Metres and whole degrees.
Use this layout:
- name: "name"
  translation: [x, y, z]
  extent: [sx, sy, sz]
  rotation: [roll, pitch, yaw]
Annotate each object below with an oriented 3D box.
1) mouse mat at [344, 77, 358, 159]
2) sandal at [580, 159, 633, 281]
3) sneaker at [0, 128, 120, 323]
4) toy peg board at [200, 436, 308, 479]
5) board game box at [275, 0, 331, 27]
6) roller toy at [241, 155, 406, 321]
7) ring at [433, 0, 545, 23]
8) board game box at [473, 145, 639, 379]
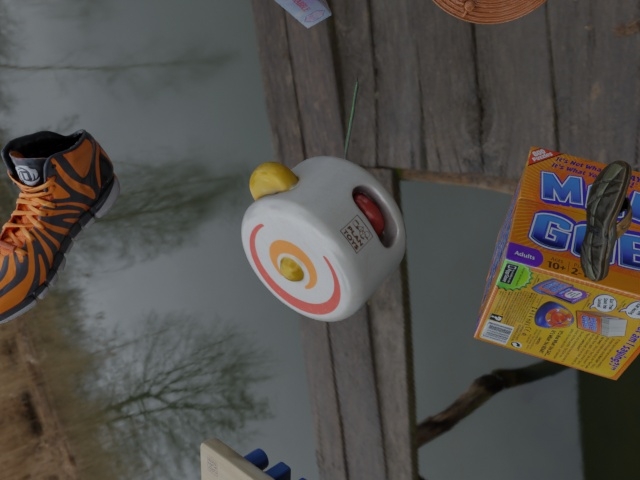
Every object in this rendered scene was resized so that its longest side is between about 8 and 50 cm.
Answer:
- name: "mouse mat"
  translation: [0.073, -0.290, 1.622]
  extent: [0.152, 0.007, 0.189]
  rotation: [-84, 4, -68]
- name: "sandal"
  translation: [0.503, -0.032, 1.157]
  extent: [0.090, 0.060, 0.219]
  rotation: [-112, 22, -71]
- name: "sneaker"
  translation: [-0.434, -0.042, 0.987]
  extent: [0.125, 0.321, 0.180]
  rotation: [17, 149, 15]
- name: "toy peg board"
  translation: [-0.028, 0.268, 0.615]
  extent: [0.161, 0.079, 0.160]
  rotation: [20, 117, 38]
- name: "board game box"
  translation: [-0.106, -0.600, 1.280]
  extent: [0.066, 0.318, 0.318]
  rotation: [-23, 86, 16]
- name: "roller toy"
  translation: [0.000, 0.000, 0.867]
  extent: [0.191, 0.146, 0.209]
  rotation: [27, 140, 24]
- name: "ring"
  translation: [0.342, -0.600, 1.316]
  extent: [0.032, 0.337, 0.336]
  rotation: [-92, -3, -70]
- name: "board game box"
  translation: [0.609, 0.057, 1.612]
  extent: [0.357, 0.356, 0.356]
  rotation: [16, 145, 11]
